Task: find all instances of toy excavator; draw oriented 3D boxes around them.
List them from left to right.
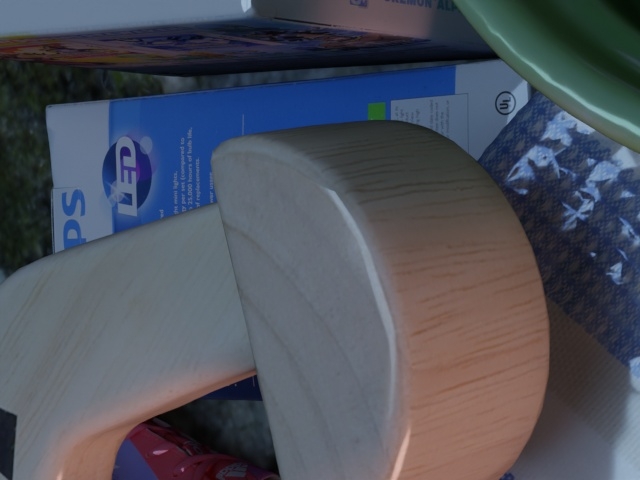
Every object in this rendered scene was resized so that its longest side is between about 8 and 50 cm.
[{"bbox_3d":[-0.139,0.145,0.731,0.433,0.222,0.445,17,109,37],"label":"toy excavator"}]

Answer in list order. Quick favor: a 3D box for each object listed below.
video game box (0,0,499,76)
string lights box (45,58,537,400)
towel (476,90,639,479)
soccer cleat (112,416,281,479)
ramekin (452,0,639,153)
[{"bbox_3d":[-0.044,-0.095,0.763,0.205,0.187,0.048,1,93,39],"label":"video game box"},{"bbox_3d":[0.000,0.000,0.803,0.259,0.076,0.133,-1,91,39],"label":"string lights box"},{"bbox_3d":[0.155,0.006,0.644,0.209,0.034,0.285,42,99,23],"label":"towel"},{"bbox_3d":[-0.063,0.115,0.853,0.248,0.083,0.095,37,126,27],"label":"soccer cleat"},{"bbox_3d":[0.179,-0.148,0.558,0.303,0.148,0.303,-4,80,24],"label":"ramekin"}]
